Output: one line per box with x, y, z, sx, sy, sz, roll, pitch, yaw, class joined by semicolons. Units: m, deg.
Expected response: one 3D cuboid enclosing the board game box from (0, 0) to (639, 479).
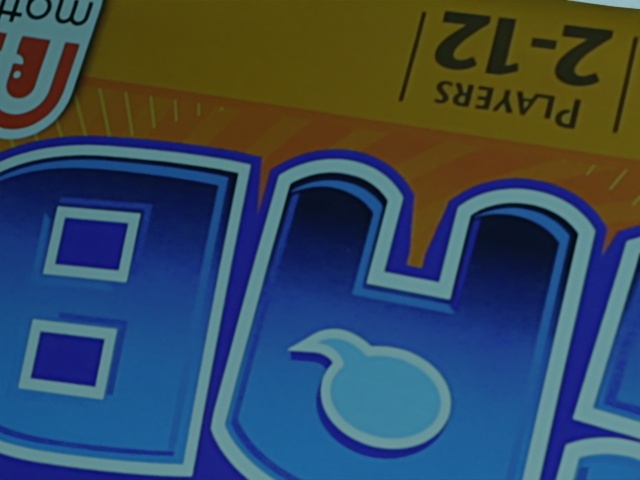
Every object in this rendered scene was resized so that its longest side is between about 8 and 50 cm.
0.050;0.141;0.517;0.356;0.356;0.356;41;62;-67;board game box
